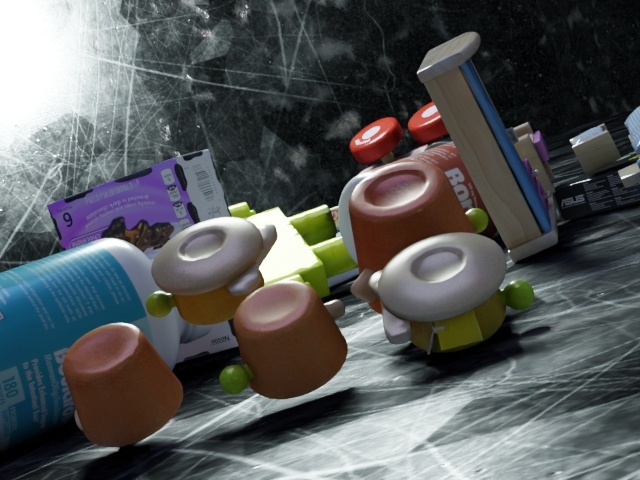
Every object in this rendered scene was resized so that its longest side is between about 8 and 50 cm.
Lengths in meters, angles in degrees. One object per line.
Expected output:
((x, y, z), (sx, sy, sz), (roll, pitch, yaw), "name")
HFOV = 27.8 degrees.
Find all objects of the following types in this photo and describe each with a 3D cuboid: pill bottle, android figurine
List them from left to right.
((-0.227, 0.085, 1.143), (0.264, 0.146, 0.146), (-21, 4, -32), "pill bottle")
((-0.098, 0.034, 1.467), (0.273, 0.056, 0.248), (-17, 29, -11), "android figurine")
((0.134, -0.043, 1.442), (0.216, 0.121, 0.121), (-22, 4, -37), "pill bottle")

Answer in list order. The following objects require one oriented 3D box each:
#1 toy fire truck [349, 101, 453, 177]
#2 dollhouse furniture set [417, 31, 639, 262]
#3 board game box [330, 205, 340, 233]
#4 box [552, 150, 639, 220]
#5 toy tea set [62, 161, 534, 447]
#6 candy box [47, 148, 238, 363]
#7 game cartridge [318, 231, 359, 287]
((0.161, -0.100, 2.244), (0.302, 0.169, 0.254), (-18, 27, 33), "toy fire truck")
((0.280, -0.157, 1.241), (0.303, 0.198, 0.286), (-25, 11, 15), "dollhouse furniture set")
((0.000, 0.000, 1.850), (0.259, 0.039, 0.124), (-20, -26, 23), "board game box")
((0.374, -0.081, 1.378), (0.184, 0.045, 0.191), (-20, 3, -40), "box")
((-0.015, 0.064, 0.927), (0.336, 0.124, 0.200), (-15, 33, 9), "toy tea set")
((-0.163, 0.027, 1.310), (0.165, 0.196, 0.070), (-18, 4, 26), "candy box")
((-0.023, 0.038, 1.658), (0.196, 0.060, 0.294), (-12, 6, 34), "game cartridge")
